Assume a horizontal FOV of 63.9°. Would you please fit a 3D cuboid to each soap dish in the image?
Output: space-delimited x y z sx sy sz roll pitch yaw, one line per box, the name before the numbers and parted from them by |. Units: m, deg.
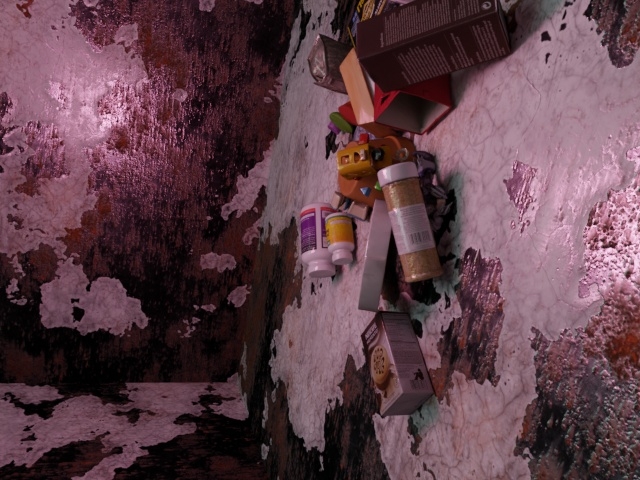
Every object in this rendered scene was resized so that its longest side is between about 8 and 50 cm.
soap dish | 0.186 -0.523 1.869 0.118 0.229 0.291 -22 76 25

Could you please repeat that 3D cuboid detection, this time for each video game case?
video game case | 0.199 -0.414 2.163 0.274 0.026 0.196 -110 33 -47

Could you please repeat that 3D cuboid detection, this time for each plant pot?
plant pot | 0.193 -0.249 1.883 0.291 0.203 0.291 -175 90 -70

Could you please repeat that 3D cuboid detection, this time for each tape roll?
tape roll | 0.192 0.051 1.757 0.392 0.072 0.392 9 -90 -84

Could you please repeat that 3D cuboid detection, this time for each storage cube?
storage cube | 0.295 -0.489 1.674 0.183 0.215 0.193 137 141 -61

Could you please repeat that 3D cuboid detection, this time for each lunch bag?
lunch bag | 0.087 -0.737 2.244 0.169 0.235 0.287 -57 33 40

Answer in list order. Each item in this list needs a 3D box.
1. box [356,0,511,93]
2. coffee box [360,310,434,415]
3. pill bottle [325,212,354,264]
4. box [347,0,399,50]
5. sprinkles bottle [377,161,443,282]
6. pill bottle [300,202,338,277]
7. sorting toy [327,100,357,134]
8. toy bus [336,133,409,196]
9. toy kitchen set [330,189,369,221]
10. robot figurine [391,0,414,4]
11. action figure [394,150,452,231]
box | 0.308 -0.558 1.416 0.381 0.191 0.143 -11 68 27
coffee box | 0.244 0.401 1.691 0.168 0.118 0.297 116 151 -43
pill bottle | 0.085 -0.005 2.218 0.117 0.117 0.208 133 136 -58
box | 0.227 -0.967 2.164 0.322 0.079 0.257 119 151 -46
sprinkles bottle | 0.272 -0.055 1.563 0.121 0.121 0.355 157 100 -67
pill bottle | 0.000 0.000 2.354 0.181 0.181 0.323 137 135 -60
sorting toy | 0.129 -0.569 2.286 0.126 0.127 0.365 -54 11 -8
toy bus | 0.152 -0.267 1.687 0.191 0.104 0.202 39 100 27
toy kitchen set | 0.140 -0.146 2.197 0.207 0.166 0.122 -46 -23 -60
robot figurine | 0.331 -0.976 1.712 0.300 0.199 0.353 -120 40 -59
action figure | 0.330 -0.145 1.647 0.185 0.099 0.285 -46 46 46
